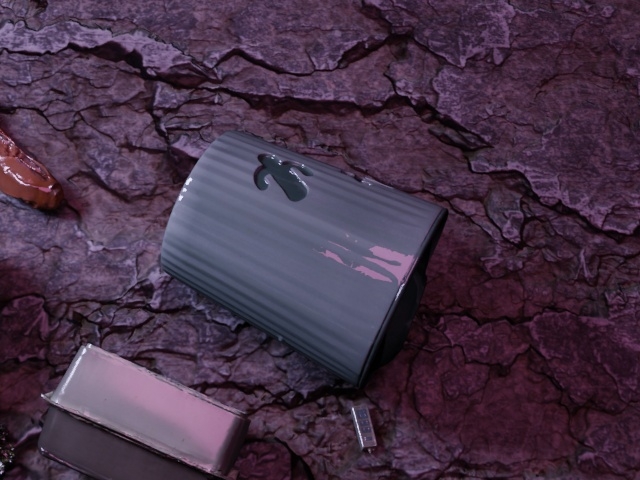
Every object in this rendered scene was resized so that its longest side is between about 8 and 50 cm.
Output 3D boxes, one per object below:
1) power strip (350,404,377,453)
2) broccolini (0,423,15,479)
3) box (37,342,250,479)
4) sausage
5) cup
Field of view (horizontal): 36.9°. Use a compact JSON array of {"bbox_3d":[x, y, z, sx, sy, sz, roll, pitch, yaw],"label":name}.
[{"bbox_3d":[0.070,0.299,1.526,0.027,0.017,0.083,-7,58,-14],"label":"power strip"},{"bbox_3d":[-0.543,0.348,1.344,0.123,0.062,0.271,30,50,26],"label":"broccolini"},{"bbox_3d":[-0.246,0.271,1.360,0.291,0.220,0.166,23,78,3],"label":"box"},{"bbox_3d":[-0.560,-0.161,1.653,0.087,0.079,0.326,-39,71,-13],"label":"sausage"},{"bbox_3d":[-0.011,0.022,1.556,0.392,0.401,0.310,26,90,9],"label":"cup"}]
